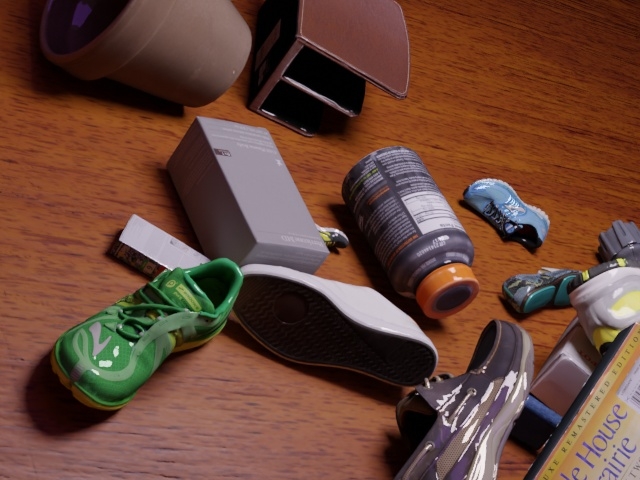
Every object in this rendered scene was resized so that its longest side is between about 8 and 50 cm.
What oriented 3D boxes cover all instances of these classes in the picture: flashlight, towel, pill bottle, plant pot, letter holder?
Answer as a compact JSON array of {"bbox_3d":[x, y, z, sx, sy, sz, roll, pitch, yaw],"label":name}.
[{"bbox_3d":[0.543,0.096,2.137,0.103,0.103,0.304,15,40,-37],"label":"flashlight"},{"bbox_3d":[0.258,0.226,1.753,0.119,0.067,0.029,33,35,-5],"label":"towel"},{"bbox_3d":[0.134,-0.007,1.870,0.130,0.130,0.245,4,45,-39],"label":"pill bottle"},{"bbox_3d":[-0.226,-0.306,1.843,0.229,0.263,0.263,33,29,-38],"label":"plant pot"},{"bbox_3d":[0.019,-0.300,2.111,0.214,0.152,0.302,26,35,-18],"label":"letter holder"}]

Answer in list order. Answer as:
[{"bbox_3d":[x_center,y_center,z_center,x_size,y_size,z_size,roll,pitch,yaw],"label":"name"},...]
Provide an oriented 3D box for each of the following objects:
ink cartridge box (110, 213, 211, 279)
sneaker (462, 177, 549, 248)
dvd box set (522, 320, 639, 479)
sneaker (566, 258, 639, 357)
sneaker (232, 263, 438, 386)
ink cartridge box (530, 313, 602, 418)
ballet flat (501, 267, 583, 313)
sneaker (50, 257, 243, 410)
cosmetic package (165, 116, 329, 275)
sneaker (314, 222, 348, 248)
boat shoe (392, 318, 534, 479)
[{"bbox_3d":[-0.197,0.020,1.631,0.115,0.029,0.063,32,33,-9],"label":"ink cartridge box"},{"bbox_3d":[0.302,-0.042,2.126,0.162,0.063,0.073,28,38,-12],"label":"sneaker"},{"bbox_3d":[0.483,0.348,1.675,0.420,0.062,0.307,37,67,2],"label":"dvd box set"},{"bbox_3d":[0.516,0.132,1.902,0.385,0.145,0.147,7,61,-30],"label":"sneaker"},{"bbox_3d":[0.006,0.098,1.676,0.290,0.106,0.123,25,17,-20],"label":"sneaker"},{"bbox_3d":[0.414,0.193,1.912,0.158,0.092,0.218,40,32,6],"label":"ink cartridge box"},{"bbox_3d":[0.346,0.068,2.034,0.188,0.070,0.070,-5,51,-49],"label":"ballet flat"},{"bbox_3d":[-0.190,0.088,1.469,0.109,0.123,0.295,42,35,8],"label":"sneaker"},{"bbox_3d":[-0.099,-0.043,1.731,0.127,0.107,0.238,7,40,-41],"label":"cosmetic package"},{"bbox_3d":[0.000,0.000,1.838,0.083,0.031,0.035,18,51,-19],"label":"sneaker"},{"bbox_3d":[0.163,0.214,1.591,0.130,0.132,0.355,28,44,0],"label":"boat shoe"}]
